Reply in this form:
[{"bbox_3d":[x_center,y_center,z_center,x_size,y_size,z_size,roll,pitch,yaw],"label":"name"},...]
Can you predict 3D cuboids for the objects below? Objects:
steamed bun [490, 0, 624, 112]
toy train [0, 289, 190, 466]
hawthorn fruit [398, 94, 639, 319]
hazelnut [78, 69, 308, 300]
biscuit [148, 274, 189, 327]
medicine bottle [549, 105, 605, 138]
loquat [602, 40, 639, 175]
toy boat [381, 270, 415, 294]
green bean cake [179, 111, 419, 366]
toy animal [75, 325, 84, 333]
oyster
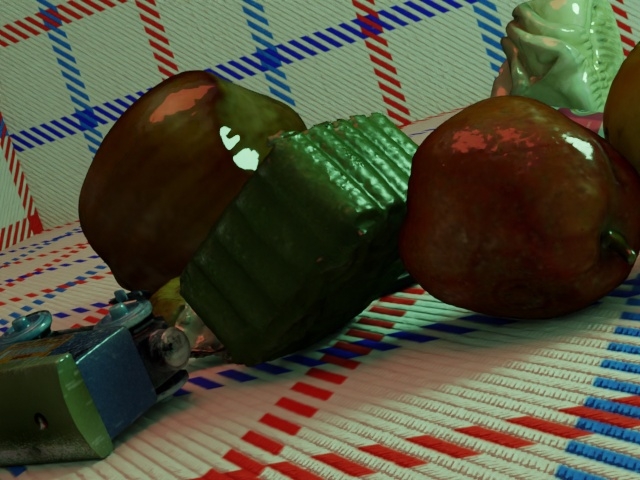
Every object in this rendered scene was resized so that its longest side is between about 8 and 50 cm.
[{"bbox_3d":[0.364,-0.255,2.037,0.207,0.280,0.268,-11,31,30],"label":"steamed bun"},{"bbox_3d":[-0.285,0.155,1.380,0.300,0.131,0.202,-13,18,38],"label":"toy train"},{"bbox_3d":[0.202,-0.020,1.224,0.224,0.224,0.261,-25,33,-37],"label":"hawthorn fruit"},{"bbox_3d":[-0.169,-0.072,1.903,0.366,0.365,0.366,-18,9,3],"label":"hazelnut"},{"bbox_3d":[-0.108,0.061,1.690,0.274,0.091,0.213,-24,12,-21],"label":"biscuit"},{"bbox_3d":[0.332,-0.153,1.893,0.217,0.090,0.090,12,24,30],"label":"medicine bottle"},{"bbox_3d":[0.392,-0.109,1.246,0.235,0.235,0.235,-18,9,3],"label":"loquat"},{"bbox_3d":[0.135,-0.004,1.577,0.246,0.093,0.103,-20,1,-11],"label":"toy boat"},{"bbox_3d":[0.000,0.000,1.389,0.250,0.156,0.247,-53,-18,29],"label":"green bean cake"},{"bbox_3d":[-0.347,0.155,1.707,0.099,0.056,0.241,-21,10,-13],"label":"toy animal"},{"bbox_3d":[-0.107,0.106,1.507,0.166,0.053,0.108,0,37,34],"label":"oyster"}]
